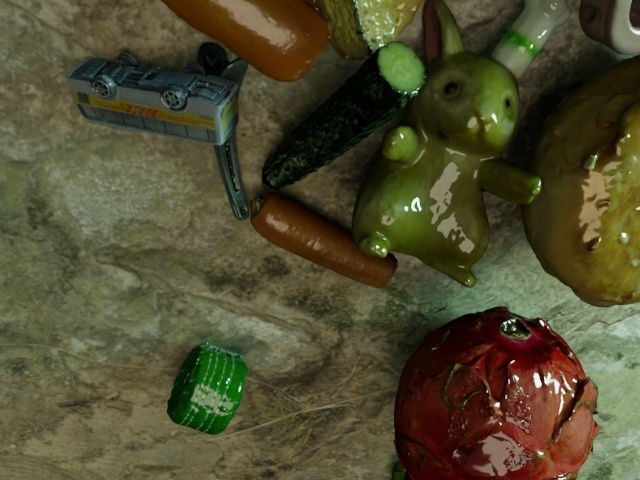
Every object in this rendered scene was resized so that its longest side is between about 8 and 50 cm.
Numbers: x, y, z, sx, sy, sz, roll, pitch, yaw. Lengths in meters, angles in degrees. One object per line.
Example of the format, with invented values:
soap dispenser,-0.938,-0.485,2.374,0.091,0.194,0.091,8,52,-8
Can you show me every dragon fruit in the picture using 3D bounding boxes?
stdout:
dragon fruit,0.246,0.253,0.972,0.295,0.296,0.302,7,118,-11

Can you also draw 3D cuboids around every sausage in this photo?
sausage,-0.102,-0.262,0.713,0.238,0.098,0.098,33,113,-16

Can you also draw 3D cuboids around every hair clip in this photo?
hair clip,-0.111,-0.126,0.835,0.039,0.070,0.230,-30,137,-31

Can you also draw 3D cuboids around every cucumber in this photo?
cucumber,0.010,-0.126,0.779,0.067,0.068,0.293,27,149,-21

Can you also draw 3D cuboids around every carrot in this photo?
carrot,0.000,0.000,0.911,0.225,0.067,0.067,26,116,-23

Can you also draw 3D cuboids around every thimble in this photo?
thimble,-0.168,0.222,1.006,0.090,0.118,0.130,24,90,-15

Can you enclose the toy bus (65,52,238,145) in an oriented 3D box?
toy bus,-0.187,-0.161,0.761,0.190,0.064,0.075,10,135,14

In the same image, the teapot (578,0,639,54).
teapot,0.416,-0.330,0.611,0.375,0.306,0.362,-20,131,-14

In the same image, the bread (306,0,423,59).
bread,0.043,-0.316,0.678,0.134,0.129,0.260,-34,133,-8

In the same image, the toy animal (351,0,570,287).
toy animal,0.157,-0.125,0.784,0.180,0.180,0.363,16,117,-11

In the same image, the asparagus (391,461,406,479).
asparagus,0.156,0.500,1.246,0.059,0.067,0.278,10,121,20

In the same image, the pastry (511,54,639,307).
pastry,0.373,-0.083,0.828,0.284,0.184,0.316,36,92,-31
